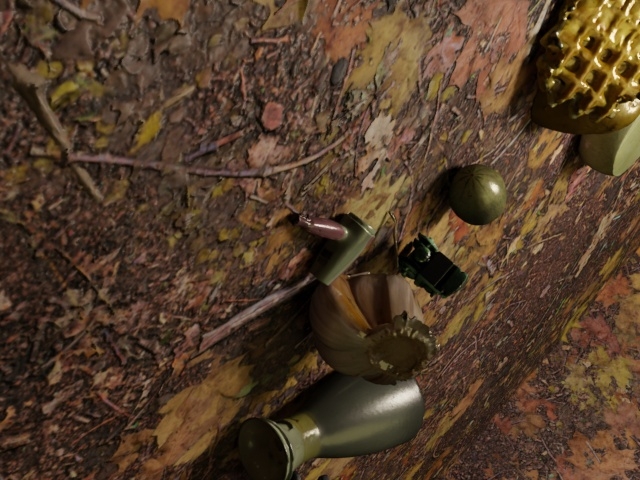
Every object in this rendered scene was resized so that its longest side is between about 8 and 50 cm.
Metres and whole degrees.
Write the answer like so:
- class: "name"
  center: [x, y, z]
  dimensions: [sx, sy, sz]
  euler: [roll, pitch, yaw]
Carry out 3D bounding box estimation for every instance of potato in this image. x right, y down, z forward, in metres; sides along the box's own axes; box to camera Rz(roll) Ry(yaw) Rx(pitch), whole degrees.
- class: "potato"
  center: [0.506, -0.262, 1.316]
  dimensions: [0.204, 0.158, 0.178]
  euler: [-12, 131, -45]

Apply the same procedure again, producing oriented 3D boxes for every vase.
- class: "vase"
  center: [0.018, 0.315, 1.245]
  dimensions: [0.321, 0.173, 0.173]
  euler: [-11, 131, -42]

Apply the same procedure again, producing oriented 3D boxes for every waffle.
- class: "waffle"
  center: [0.479, -0.332, 1.176]
  dimensions: [0.262, 0.060, 0.280]
  euler: [-17, 116, -3]

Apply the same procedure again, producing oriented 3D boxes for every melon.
- class: "melon"
  center: [0.267, -0.078, 1.223]
  dimensions: [0.098, 0.098, 0.130]
  euler: [-49, 155, -7]

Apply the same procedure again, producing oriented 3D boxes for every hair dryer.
- class: "hair dryer"
  center: [0.003, -0.006, 0.984]
  dimensions: [0.106, 0.054, 0.154]
  euler: [-49, 142, 3]

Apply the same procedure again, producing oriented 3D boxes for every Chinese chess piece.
- class: "Chinese chess piece"
  center: [0.684, -0.266, 1.616]
  dimensions: [0.250, 0.101, 0.250]
  euler: [-36, 147, -28]

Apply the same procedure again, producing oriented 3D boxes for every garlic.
- class: "garlic"
  center: [0.103, 0.098, 1.085]
  dimensions: [0.256, 0.207, 0.207]
  euler: [-62, 151, 2]

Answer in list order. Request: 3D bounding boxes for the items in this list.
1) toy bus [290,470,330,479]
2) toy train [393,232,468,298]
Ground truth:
- class: "toy bus"
  center: [-0.044, 0.453, 1.213]
  dimensions: [0.092, 0.106, 0.268]
  euler: [-5, 169, -29]
- class: "toy train"
  center: [0.181, 0.050, 1.201]
  dimensions: [0.071, 0.111, 0.170]
  euler: [-46, 171, -4]
